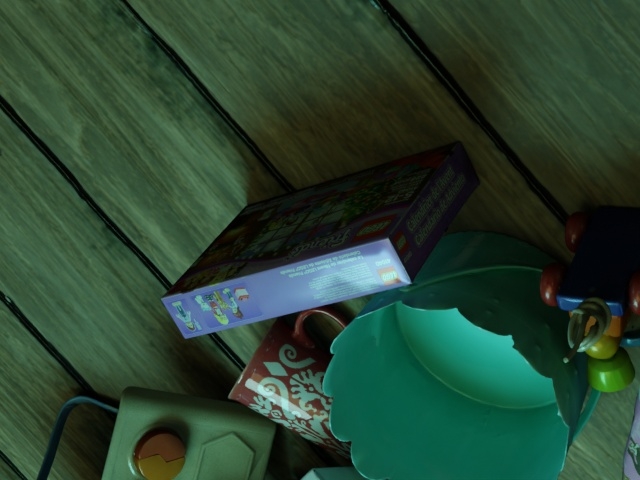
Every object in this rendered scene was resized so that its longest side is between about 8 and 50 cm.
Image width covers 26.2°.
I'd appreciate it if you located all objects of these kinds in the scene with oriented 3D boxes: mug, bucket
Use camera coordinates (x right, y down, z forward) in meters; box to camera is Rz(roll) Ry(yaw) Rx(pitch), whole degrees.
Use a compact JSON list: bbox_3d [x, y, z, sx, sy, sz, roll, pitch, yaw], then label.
[{"bbox_3d":[-0.002,0.169,1.603,0.169,0.113,0.150,32,132,1],"label":"mug"},{"bbox_3d":[0.157,0.136,1.445,0.281,0.183,0.281,14,127,19],"label":"bucket"}]

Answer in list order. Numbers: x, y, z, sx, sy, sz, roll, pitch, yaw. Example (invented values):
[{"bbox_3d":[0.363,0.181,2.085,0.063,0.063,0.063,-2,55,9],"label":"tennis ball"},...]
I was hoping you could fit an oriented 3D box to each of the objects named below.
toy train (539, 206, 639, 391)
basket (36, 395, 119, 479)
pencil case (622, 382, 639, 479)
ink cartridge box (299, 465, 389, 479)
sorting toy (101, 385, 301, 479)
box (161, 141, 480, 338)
[{"bbox_3d":[0.268,0.088,1.312,0.105,0.248,0.143,4,127,26],"label":"toy train"},{"bbox_3d":[-0.269,0.364,1.786,0.254,0.289,0.201,12,157,22],"label":"basket"},{"bbox_3d":[0.396,0.267,1.414,0.167,0.160,0.386,27,134,32],"label":"pencil case"},{"bbox_3d":[-0.024,0.396,1.602,0.283,0.207,0.117,-47,67,11],"label":"ink cartridge box"},{"bbox_3d":[-0.124,0.315,1.696,0.307,0.229,0.041,13,177,-28],"label":"sorting toy"},{"bbox_3d":[0.000,0.000,1.426,0.293,0.201,0.057,-16,113,35],"label":"box"}]
